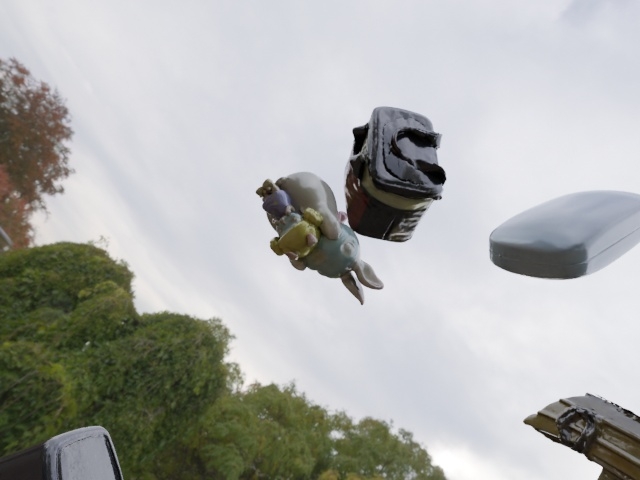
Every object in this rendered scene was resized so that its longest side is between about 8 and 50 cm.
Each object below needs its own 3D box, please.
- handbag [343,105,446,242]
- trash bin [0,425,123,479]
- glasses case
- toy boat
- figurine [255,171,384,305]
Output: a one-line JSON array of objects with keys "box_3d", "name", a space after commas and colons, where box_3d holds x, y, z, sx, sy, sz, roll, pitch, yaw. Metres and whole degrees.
[{"box_3d": [0.137, -0.141, 0.855, 0.181, 0.255, 0.181, 12, -39, -7], "name": "handbag"}, {"box_3d": [-0.411, 0.375, 0.537, 0.182, 0.290, 0.210, 69, -2, -73], "name": "trash bin"}, {"box_3d": [0.201, -0.009, 0.333, 0.067, 0.178, 0.045, 15, -64, 51], "name": "glasses case"}, {"box_3d": [0.454, 0.342, 0.547, 0.135, 0.162, 0.445, 33, -2, -17], "name": "toy boat"}, {"box_3d": [0.000, 0.000, 0.717, 0.236, 0.127, 0.155, 56, 14, 23], "name": "figurine"}]
